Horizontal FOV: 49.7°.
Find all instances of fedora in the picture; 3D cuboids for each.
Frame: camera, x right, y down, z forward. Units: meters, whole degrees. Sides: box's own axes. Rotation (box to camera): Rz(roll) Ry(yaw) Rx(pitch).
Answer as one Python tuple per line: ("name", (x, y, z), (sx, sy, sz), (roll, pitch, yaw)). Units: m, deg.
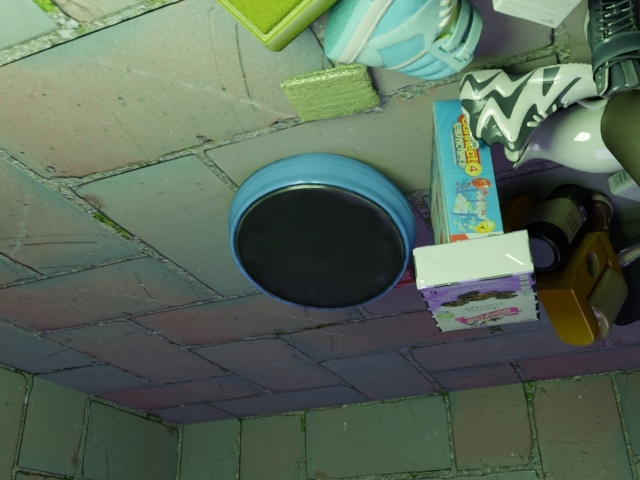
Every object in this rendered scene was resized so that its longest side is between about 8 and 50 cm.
("fedora", (0.748, 0.096, 1.612), (0.334, 0.152, 0.334), (-23, 157, -10))

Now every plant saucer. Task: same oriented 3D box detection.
("plant saucer", (-0.072, -0.337, 0.864), (0.188, 0.045, 0.188), (39, 136, -22))

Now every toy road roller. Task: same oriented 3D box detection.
("toy road roller", (0.478, 0.054, 1.480), (0.241, 0.202, 0.329), (-13, 115, 49))

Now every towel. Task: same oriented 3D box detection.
("towel", (0.018, -0.245, 1.141), (0.148, 0.027, 0.110), (-9, 151, 16))

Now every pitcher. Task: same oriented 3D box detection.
("pitcher", (0.443, -0.197, 1.176), (0.207, 0.125, 0.177), (3, 139, 16))

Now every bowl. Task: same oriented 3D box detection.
("bowl", (0.000, 0.000, 1.421), (0.392, 0.077, 0.391), (4, 133, 4))

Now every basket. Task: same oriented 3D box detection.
("basket", (0.507, -0.156, 1.002), (0.154, 0.227, 0.204), (8, 109, 1))

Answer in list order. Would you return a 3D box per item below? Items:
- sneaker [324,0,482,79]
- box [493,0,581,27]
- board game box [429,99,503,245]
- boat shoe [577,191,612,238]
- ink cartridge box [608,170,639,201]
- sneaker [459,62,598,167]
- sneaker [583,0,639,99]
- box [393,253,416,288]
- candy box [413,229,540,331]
("sneaker", (0.154, -0.324, 0.893), (0.208, 0.127, 0.319), (11, 160, -20))
("box", (0.277, -0.345, 0.876), (0.102, 0.101, 0.087), (9, 151, -20))
("board game box", (0.255, -0.042, 1.250), (0.086, 0.301, 0.308), (-4, 153, 5))
("boat shoe", (0.611, -0.014, 1.549), (0.095, 0.095, 0.257), (-11, 152, 17))
("ink cartridge box", (0.737, -0.137, 1.371), (0.224, 0.045, 0.223), (12, 151, -26))
("sneaker", (0.339, -0.192, 1.087), (0.235, 0.152, 0.094), (0, -177, 8))
("sneaker", (0.403, -0.292, 0.923), (0.086, 0.163, 0.226), (-9, 151, 18))
("box", (0.083, 0.047, 1.611), (0.257, 0.122, 0.128), (-10, 151, 16))
("candy box", (0.244, 0.069, 1.058), (0.165, 0.070, 0.196), (-10, 151, 16))
